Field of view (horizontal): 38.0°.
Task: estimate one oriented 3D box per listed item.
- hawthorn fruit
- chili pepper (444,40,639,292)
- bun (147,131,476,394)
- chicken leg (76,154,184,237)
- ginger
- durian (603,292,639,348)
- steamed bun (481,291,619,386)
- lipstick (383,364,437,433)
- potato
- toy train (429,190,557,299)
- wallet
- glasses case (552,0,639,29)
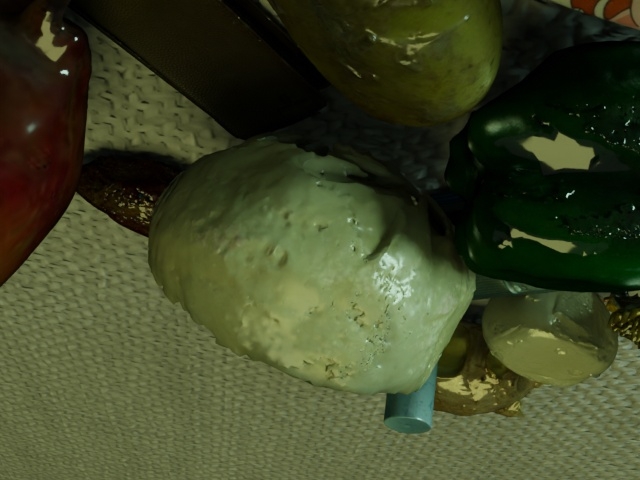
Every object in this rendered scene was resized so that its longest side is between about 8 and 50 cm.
[{"bbox_3d":[-0.324,-0.072,0.656,0.308,0.325,0.308,46,163,19],"label":"hawthorn fruit"},{"bbox_3d":[0.216,-0.044,0.627,0.261,0.165,0.174,-2,157,-8],"label":"chili pepper"},{"bbox_3d":[0.000,0.000,0.698,0.259,0.259,0.152,22,104,-19],"label":"bun"},{"bbox_3d":[-0.134,-0.024,0.875,0.234,0.063,0.105,28,141,-23],"label":"chicken leg"},{"bbox_3d":[0.154,0.142,1.021,0.216,0.102,0.157,4,156,23],"label":"ginger"},{"bbox_3d":[0.352,0.086,0.786,0.193,0.137,0.237,-14,-174,-36],"label":"durian"},{"bbox_3d":[0.221,0.082,0.912,0.130,0.091,0.112,25,144,-18],"label":"steamed bun"},{"bbox_3d":[0.095,0.111,0.934,0.048,0.158,0.048,7,150,4],"label":"lipstick"},{"bbox_3d":[0.031,-0.151,0.541,0.149,0.113,0.251,25,155,32],"label":"potato"},{"bbox_3d":[0.276,-0.014,0.740,0.409,0.089,0.086,-8,140,29],"label":"toy train"},{"bbox_3d":[-0.088,-0.147,0.681,0.110,0.031,0.198,-16,142,36],"label":"wallet"},{"bbox_3d":[0.225,-0.161,0.521,0.267,0.067,0.103,12,143,-5],"label":"glasses case"}]
